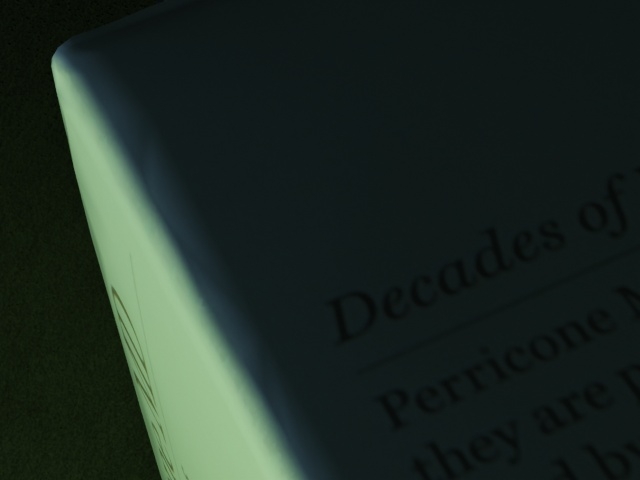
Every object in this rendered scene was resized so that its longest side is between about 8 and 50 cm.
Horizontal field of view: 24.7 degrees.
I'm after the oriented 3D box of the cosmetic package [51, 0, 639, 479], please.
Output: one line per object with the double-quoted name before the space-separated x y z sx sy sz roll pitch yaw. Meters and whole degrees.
"cosmetic package" 0.160 0.119 0.449 0.393 0.327 0.329 58 164 36
